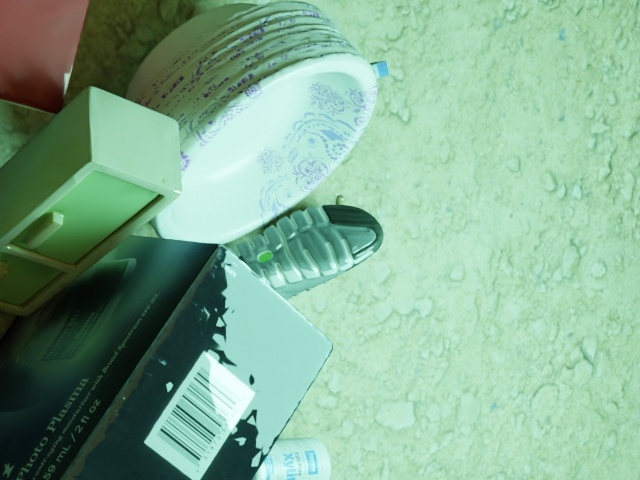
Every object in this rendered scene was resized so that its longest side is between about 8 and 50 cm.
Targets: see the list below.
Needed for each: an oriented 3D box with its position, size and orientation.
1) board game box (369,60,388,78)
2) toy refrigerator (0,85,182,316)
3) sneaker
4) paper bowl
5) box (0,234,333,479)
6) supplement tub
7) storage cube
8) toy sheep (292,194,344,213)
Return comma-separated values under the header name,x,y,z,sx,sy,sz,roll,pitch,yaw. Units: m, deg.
name,x,y,z,sx,sy,sz,roll,pitch,yaw
board game box,0.018,-0.188,1.644,0.090,0.090,0.020,-21,103,-34
toy refrigerator,-0.253,-0.027,1.336,0.102,0.269,0.094,21,50,-37
sneaker,-0.038,0.040,1.596,0.229,0.086,0.132,-18,150,-7
paper bowl,-0.093,-0.135,1.479,0.284,0.284,0.148,-25,66,-33
box,-0.198,0.158,1.382,0.183,0.294,0.296,44,68,-29
supplement tub,-0.050,0.269,1.645,0.107,0.071,0.071,-1,94,-37
storage cube,-0.335,-0.238,1.302,0.184,0.215,0.193,12,93,-38
toy sheep,0.000,0.000,1.652,0.132,0.091,0.091,-16,104,-20
